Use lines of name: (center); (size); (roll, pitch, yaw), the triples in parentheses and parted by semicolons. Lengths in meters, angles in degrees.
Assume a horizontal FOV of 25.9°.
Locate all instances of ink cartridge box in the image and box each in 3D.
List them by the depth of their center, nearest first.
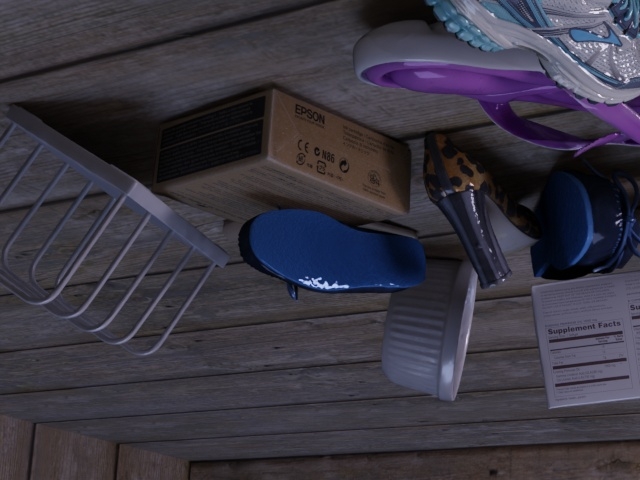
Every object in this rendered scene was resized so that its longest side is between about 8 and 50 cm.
ink cartridge box: (-0.042, -0.080, 1.579); (0.193, 0.088, 0.234); (-11, 159, 41)

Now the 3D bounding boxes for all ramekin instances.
ramekin: (0.157, 0.122, 2.018); (0.109, 0.207, 0.207); (9, 164, 10)

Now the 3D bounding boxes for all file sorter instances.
file sorter: (-0.271, 0.003, 1.619); (0.193, 0.173, 0.277); (32, 175, 25)

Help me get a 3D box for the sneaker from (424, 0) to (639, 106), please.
sneaker: (0.219, -0.195, 1.145); (0.283, 0.110, 0.122); (10, 149, -38)

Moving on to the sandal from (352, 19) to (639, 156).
sandal: (0.229, -0.128, 1.325); (0.416, 0.102, 0.169); (6, 173, -10)

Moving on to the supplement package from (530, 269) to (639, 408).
supplement package: (0.371, 0.112, 1.675); (0.204, 0.145, 0.262); (-8, 175, 13)

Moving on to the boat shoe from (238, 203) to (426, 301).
boat shoe: (0.005, 0.029, 1.602); (0.258, 0.109, 0.089); (17, 162, -36)

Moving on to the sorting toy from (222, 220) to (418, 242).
sorting toy: (0.000, 0.000, 1.910); (0.208, 0.038, 0.193); (19, 157, -41)

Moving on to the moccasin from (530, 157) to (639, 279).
moccasin: (0.329, -0.024, 1.679); (0.116, 0.138, 0.342); (-2, 177, 0)

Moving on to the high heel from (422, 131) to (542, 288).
high heel: (0.189, -0.065, 1.663); (0.093, 0.186, 0.261); (-22, -171, 18)
